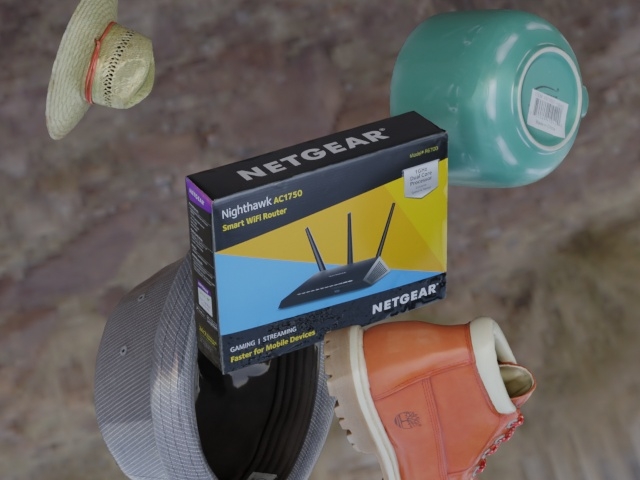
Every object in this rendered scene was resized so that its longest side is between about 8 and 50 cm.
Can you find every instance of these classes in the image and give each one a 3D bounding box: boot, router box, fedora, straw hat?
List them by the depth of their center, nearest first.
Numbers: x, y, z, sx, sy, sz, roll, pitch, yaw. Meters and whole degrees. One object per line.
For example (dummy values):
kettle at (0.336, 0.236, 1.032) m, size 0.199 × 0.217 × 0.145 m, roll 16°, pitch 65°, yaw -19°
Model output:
boot at (0.064, 0.090, 0.831) m, size 0.085 × 0.059 × 0.158 m, roll -14°, pitch 140°, yaw 11°
router box at (0.000, 0.000, 1.196) m, size 0.179 × 0.046 × 0.133 m, roll -18°, pitch 123°, yaw -25°
fedora at (-0.090, 0.096, 1.423) m, size 0.124 × 0.275 × 0.244 m, roll -2°, pitch 149°, yaw 30°
straw hat at (-0.165, -0.141, 1.448) m, size 0.061 × 0.144 × 0.144 m, roll 19°, pitch 162°, yaw 6°

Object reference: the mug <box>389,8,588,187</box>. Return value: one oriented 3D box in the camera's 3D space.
mug at (0.137, -0.110, 1.300) m, size 0.097 × 0.129 × 0.158 m, roll 5°, pitch -142°, yaw 46°
